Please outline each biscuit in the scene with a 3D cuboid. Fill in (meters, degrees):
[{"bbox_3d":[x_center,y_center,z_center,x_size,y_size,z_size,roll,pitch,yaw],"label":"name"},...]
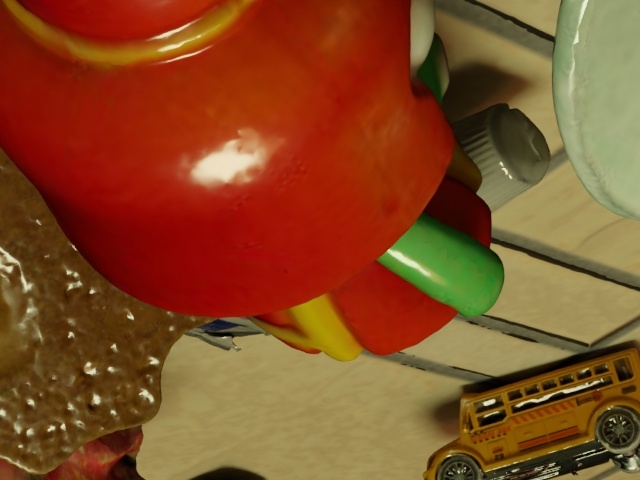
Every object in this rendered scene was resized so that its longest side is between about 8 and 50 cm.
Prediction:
[{"bbox_3d":[-0.141,0.022,0.733,0.215,0.182,0.034,2,-168,-26],"label":"biscuit"}]

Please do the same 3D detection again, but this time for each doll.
[{"bbox_3d":[-0.041,-0.064,0.576,0.160,0.182,0.363,-44,149,-9],"label":"doll"}]

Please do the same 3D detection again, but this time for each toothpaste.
[{"bbox_3d":[0.001,0.001,0.821,0.282,0.068,0.099,-25,117,42],"label":"toothpaste"}]

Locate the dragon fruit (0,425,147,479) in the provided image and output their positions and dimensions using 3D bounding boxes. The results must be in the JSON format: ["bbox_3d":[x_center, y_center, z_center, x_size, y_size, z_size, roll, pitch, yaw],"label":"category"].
[{"bbox_3d":[-0.220,0.152,0.846,0.302,0.231,0.237,-2,147,-42],"label":"dragon fruit"}]

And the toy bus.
[{"bbox_3d":[0.145,0.128,1.046,0.162,0.074,0.069,-18,156,11],"label":"toy bus"}]

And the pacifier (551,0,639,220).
[{"bbox_3d":[0.263,-0.068,0.577,0.343,0.269,0.288,14,118,-39],"label":"pacifier"}]
